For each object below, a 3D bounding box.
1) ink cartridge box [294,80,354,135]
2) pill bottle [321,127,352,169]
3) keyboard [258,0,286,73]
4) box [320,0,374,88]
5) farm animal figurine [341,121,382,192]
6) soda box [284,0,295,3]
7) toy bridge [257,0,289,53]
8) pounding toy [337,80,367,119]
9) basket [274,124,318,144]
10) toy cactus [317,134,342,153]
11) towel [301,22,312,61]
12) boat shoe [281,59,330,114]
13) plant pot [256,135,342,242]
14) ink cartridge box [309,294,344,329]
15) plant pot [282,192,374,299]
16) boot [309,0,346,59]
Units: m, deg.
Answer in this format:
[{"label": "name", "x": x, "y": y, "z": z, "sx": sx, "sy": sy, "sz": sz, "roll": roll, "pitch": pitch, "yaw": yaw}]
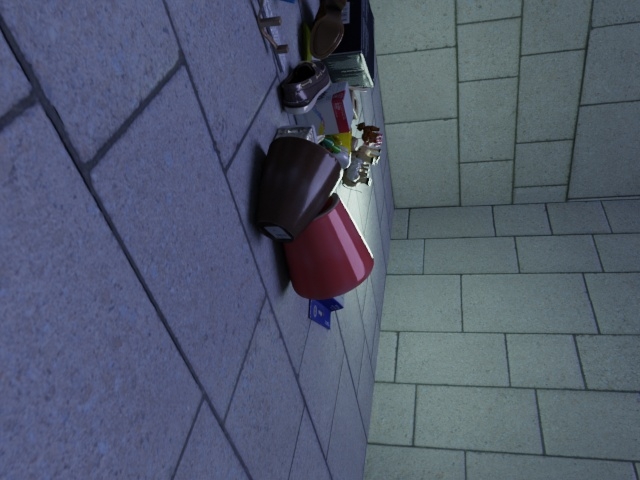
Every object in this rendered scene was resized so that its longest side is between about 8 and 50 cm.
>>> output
[{"label": "ink cartridge box", "x": 0.010, "y": -0.440, "z": 1.808, "sx": 0.128, "sy": 0.176, "sz": 0.127, "roll": -78, "pitch": 158, "yaw": -44}, {"label": "pill bottle", "x": 0.065, "y": -0.395, "z": 2.130, "sx": 0.117, "sy": 0.117, "sz": 0.215, "roll": 57, "pitch": 35, "yaw": -64}, {"label": "keyboard", "x": -0.137, "y": -0.616, "z": 1.571, "sx": 0.256, "sy": 0.014, "sz": 0.072, "roll": 71, "pitch": 22, "yaw": -50}, {"label": "box", "x": 0.119, "y": -0.862, "z": 2.268, "sx": 0.312, "sy": 0.179, "sz": 0.343, "roll": 36, "pitch": 54, "yaw": -71}, {"label": "farm animal figurine", "x": 0.170, "y": -0.386, "z": 2.487, "sx": 0.330, "sy": 0.172, "sz": 0.327, "roll": 67, "pitch": 37, "yaw": -73}, {"label": "soda box", "x": -0.088, "y": -0.789, "z": 1.527, "sx": 0.210, "sy": 0.067, "sz": 0.071, "roll": 110, "pitch": -11, "yaw": -62}, {"label": "toy bridge", "x": -0.138, "y": -0.595, "z": 1.463, "sx": 0.188, "sy": 0.063, "sz": 0.026, "roll": 72, "pitch": 21, "yaw": -51}, {"label": "pounding toy", "x": 0.097, "y": -0.551, "z": 2.144, "sx": 0.206, "sy": 0.181, "sz": 0.094, "roll": 34, "pitch": 56, "yaw": -73}, {"label": "basket", "x": -0.068, "y": -0.249, "z": 1.606, "sx": 0.103, "sy": 0.113, "sz": 0.167, "roll": -71, "pitch": 155, "yaw": -48}, {"label": "toy cactus", "x": 0.004, "y": -0.406, "z": 1.969, "sx": 0.180, "sy": 0.112, "sz": 0.219, "roll": -46, "pitch": 135, "yaw": -40}, {"label": "towel", "x": -0.047, "y": -0.644, "z": 1.922, "sx": 0.102, "sy": 0.021, "sz": 0.237, "roll": 20, "pitch": 68, "yaw": -81}, {"label": "boat shoe", "x": -0.045, "y": -0.518, "z": 1.728, "sx": 0.324, "sy": 0.116, "sz": 0.097, "roll": -66, "pitch": 155, "yaw": -47}, {"label": "plant pot", "x": -0.077, "y": -0.117, "z": 1.425, "sx": 0.215, "sy": 0.215, "sz": 0.230, "roll": 64, "pitch": 41, "yaw": -58}, {"label": "ink cartridge box", "x": 0.035, "y": 0.157, "z": 2.057, "sx": 0.324, "sy": 0.071, "sz": 0.330, "roll": 49, "pitch": 40, "yaw": -69}, {"label": "plant pot", "x": 0.000, "y": 0.000, "z": 1.609, "sx": 0.275, "sy": 0.275, "sz": 0.243, "roll": -71, "pitch": 145, "yaw": -55}, {"label": "boot", "x": 0.004, "y": -0.753, "z": 1.939, "sx": 0.220, "sy": 0.109, "sz": 0.283, "roll": 169, "pitch": -67, "yaw": -73}]
